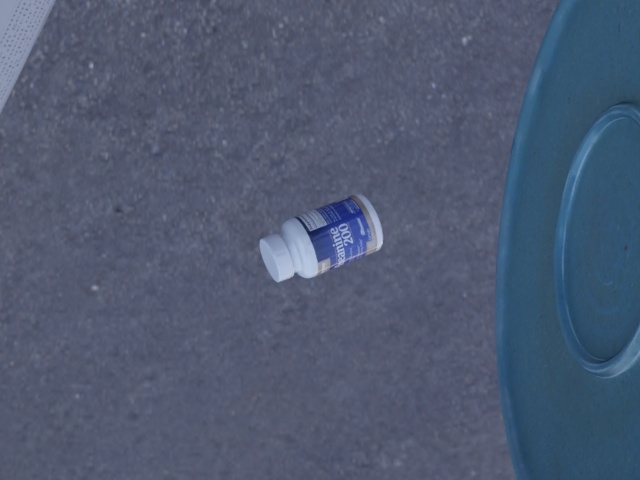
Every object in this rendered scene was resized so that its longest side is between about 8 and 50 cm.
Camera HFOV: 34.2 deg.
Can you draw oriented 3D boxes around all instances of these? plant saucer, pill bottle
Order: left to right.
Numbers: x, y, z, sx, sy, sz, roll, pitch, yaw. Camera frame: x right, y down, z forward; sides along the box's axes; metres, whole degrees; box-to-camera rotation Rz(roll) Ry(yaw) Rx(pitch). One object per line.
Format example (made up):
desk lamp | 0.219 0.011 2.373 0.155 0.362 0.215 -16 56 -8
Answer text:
pill bottle | 0.000 0.000 1.102 0.120 0.067 0.067 -22 136 -17
plant saucer | 0.124 0.001 0.391 0.044 0.317 0.317 6 132 -8

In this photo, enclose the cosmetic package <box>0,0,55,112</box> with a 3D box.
cosmetic package | -0.225 -0.145 0.434 0.161 0.453 0.230 27 95 -8
